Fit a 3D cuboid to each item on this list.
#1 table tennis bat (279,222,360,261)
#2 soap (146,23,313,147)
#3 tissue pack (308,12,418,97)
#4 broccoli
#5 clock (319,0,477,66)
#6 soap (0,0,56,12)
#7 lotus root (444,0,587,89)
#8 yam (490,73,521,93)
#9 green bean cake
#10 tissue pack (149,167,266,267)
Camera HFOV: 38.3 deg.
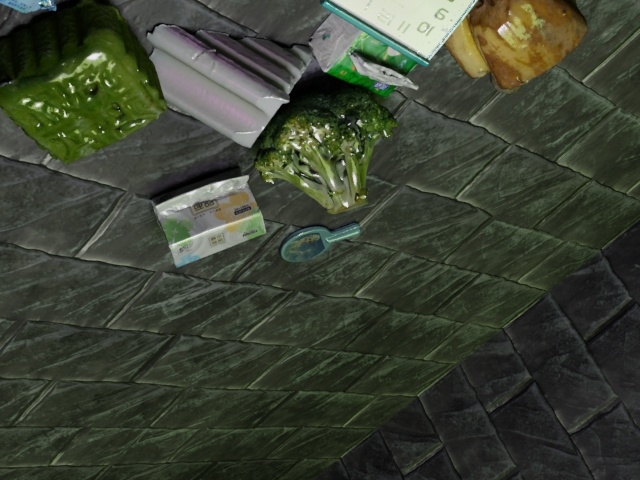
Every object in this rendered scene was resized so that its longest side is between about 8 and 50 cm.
[{"bbox_3d":[0.000,0.000,2.565,0.237,0.038,0.149,-17,147,-11],"label":"table tennis bat"},{"bbox_3d":[-0.194,-0.354,1.878,0.302,0.258,0.159,32,129,-4],"label":"soap"},{"bbox_3d":[0.113,-0.391,1.947,0.209,0.156,0.148,12,135,-48],"label":"tissue pack"},{"bbox_3d":[0.023,-0.201,2.048,0.321,0.283,0.304,-23,175,38],"label":"broccoli"},{"bbox_3d":[0.164,-0.500,1.780,0.262,0.116,0.231,25,122,-23],"label":"clock"},{"bbox_3d":[-0.525,-0.443,1.378,0.293,0.156,0.077,14,129,-47],"label":"soap"},{"bbox_3d":[0.361,-0.465,1.903,0.316,0.316,0.250,-40,136,21],"label":"lotus root"},{"bbox_3d":[0.468,-0.457,2.183,0.093,0.093,0.259,-16,148,-18],"label":"yam"},{"bbox_3d":[-0.436,-0.285,1.671,0.250,0.156,0.247,-22,147,6],"label":"green bean cake"},{"bbox_3d":[-0.263,-0.069,2.136,0.229,0.159,0.145,-21,148,-10],"label":"tissue pack"}]
